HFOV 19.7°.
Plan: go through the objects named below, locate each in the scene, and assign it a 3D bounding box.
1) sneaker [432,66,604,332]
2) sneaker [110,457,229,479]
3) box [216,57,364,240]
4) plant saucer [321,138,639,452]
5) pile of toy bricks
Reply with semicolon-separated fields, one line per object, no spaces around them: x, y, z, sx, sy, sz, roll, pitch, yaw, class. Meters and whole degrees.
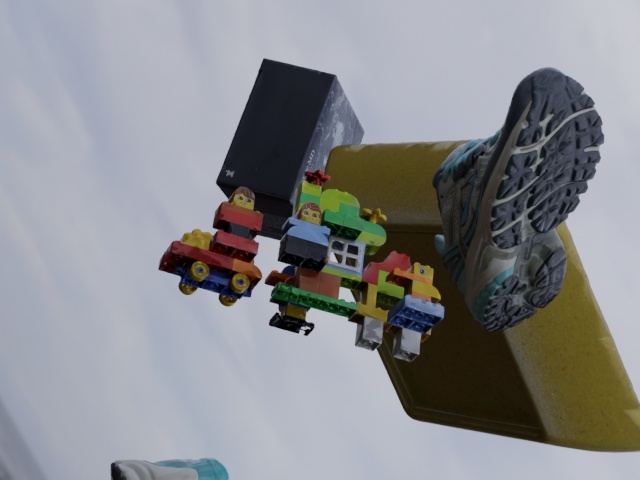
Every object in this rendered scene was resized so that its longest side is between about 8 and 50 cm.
0.143;-0.046;1.534;0.122;0.110;0.283;49;-31;29;sneaker
-0.134;0.277;1.734;0.275;0.110;0.107;101;-25;-63;sneaker
-0.031;-0.093;2.048;0.093;0.156;0.158;15;-16;19;box
0.135;0.068;1.803;0.333;0.081;0.333;2;-59;57;plant saucer
0.000;0.000;1.345;0.118;0.212;0.105;132;-30;-55;pile of toy bricks
